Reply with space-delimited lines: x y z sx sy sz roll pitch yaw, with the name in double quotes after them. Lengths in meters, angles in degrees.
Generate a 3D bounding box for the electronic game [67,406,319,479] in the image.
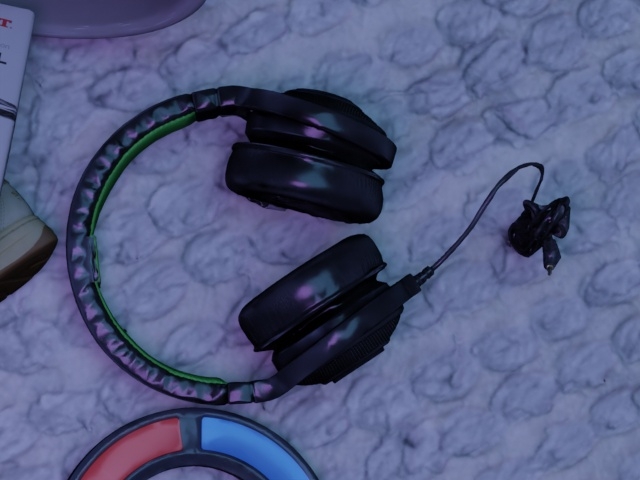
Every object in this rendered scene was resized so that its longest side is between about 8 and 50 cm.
-0.095 0.241 1.503 0.229 0.048 0.229 3 79 -16 "electronic game"

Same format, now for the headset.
0.000 0.000 1.557 0.394 0.185 0.243 -6 85 -3 "headset"

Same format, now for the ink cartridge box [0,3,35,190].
-0.297 -0.088 1.436 0.148 0.086 0.203 11 48 -10 "ink cartridge box"

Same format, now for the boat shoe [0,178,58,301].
-0.328 0.046 1.442 0.285 0.104 0.089 -33 81 -32 "boat shoe"

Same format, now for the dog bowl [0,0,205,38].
-0.221 -0.251 1.414 0.349 0.349 0.102 13 71 -14 "dog bowl"
